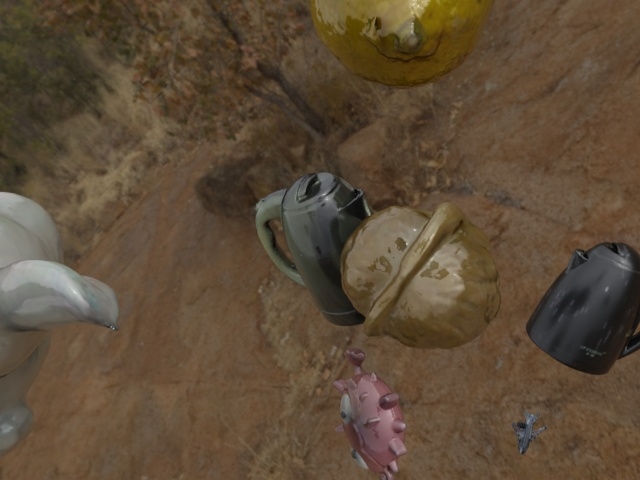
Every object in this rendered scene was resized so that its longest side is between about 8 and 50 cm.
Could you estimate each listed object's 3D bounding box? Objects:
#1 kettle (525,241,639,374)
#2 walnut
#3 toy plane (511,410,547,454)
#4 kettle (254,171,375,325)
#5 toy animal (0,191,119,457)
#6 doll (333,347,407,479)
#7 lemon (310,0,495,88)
[{"bbox_3d":[0.668,0.148,1.346,0.207,0.268,0.290,-61,-7,-68],"label":"kettle"},{"bbox_3d":[0.178,0.064,1.046,0.296,0.285,0.285,35,77,18],"label":"walnut"},{"bbox_3d":[0.392,0.366,1.104,0.031,0.079,0.083,-140,65,-71],"label":"toy plane"},{"bbox_3d":[0.000,0.000,1.308,0.321,0.324,0.228,-6,35,37],"label":"kettle"},{"bbox_3d":[-0.307,0.076,0.499,0.196,0.241,0.368,-22,-3,-35],"label":"toy animal"},{"bbox_3d":[0.096,0.339,1.134,0.211,0.093,0.262,-27,73,56],"label":"doll"},{"bbox_3d":[0.081,-0.251,0.582,0.188,0.188,0.256,-28,38,21],"label":"lemon"}]
